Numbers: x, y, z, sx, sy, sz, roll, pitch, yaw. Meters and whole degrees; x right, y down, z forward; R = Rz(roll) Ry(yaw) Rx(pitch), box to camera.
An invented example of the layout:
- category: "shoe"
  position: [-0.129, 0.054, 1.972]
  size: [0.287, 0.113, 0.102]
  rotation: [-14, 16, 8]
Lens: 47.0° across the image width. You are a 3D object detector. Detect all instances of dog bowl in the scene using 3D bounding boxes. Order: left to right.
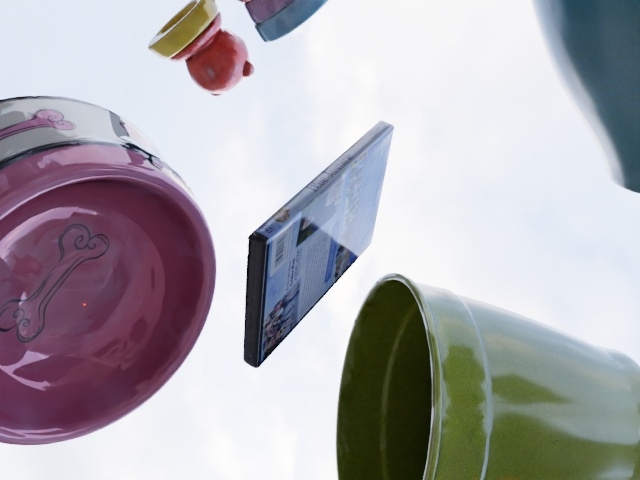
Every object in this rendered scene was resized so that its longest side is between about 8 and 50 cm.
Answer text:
- category: "dog bowl"
  position: [-0.297, 0.051, 0.842]
  size: [0.150, 0.408, 0.407]
  rotation: [30, -62, 40]

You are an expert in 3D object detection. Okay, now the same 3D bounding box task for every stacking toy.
- category: "stacking toy"
  position: [-0.071, -0.351, 1.059]
  size: [0.309, 0.279, 0.130]
  rotation: [-15, -52, 45]

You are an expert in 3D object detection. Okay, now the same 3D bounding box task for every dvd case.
- category: "dvd case"
  position: [0.000, 0.000, 0.792]
  size: [0.022, 0.253, 0.180]
  rotation: [26, -46, 19]

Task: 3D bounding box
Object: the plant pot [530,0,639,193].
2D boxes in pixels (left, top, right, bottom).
- category: "plant pot"
  position: [0.333, -0.187, 0.657]
  size: [0.272, 0.272, 0.255]
  rotation: [-4, -64, 37]

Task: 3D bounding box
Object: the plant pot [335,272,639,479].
- category: "plant pot"
  position: [0.241, 0.249, 0.996]
  size: [0.366, 0.353, 0.366]
  rotation: [-171, -90, -76]
